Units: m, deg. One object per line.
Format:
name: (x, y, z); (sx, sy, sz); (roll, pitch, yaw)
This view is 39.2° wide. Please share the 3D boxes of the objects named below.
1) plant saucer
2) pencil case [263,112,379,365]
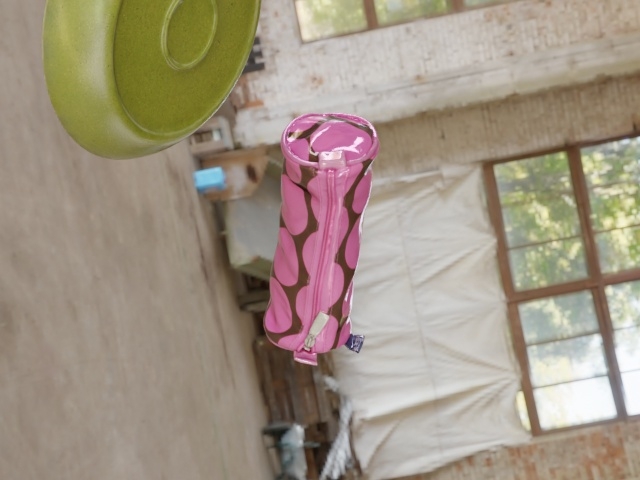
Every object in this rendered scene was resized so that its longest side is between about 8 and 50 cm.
plant saucer: (-0.113, -0.170, 0.702); (0.241, 0.037, 0.240); (-47, 150, -38)
pencil case: (0.000, 0.000, 0.772); (0.098, 0.095, 0.209); (-70, 167, -59)
